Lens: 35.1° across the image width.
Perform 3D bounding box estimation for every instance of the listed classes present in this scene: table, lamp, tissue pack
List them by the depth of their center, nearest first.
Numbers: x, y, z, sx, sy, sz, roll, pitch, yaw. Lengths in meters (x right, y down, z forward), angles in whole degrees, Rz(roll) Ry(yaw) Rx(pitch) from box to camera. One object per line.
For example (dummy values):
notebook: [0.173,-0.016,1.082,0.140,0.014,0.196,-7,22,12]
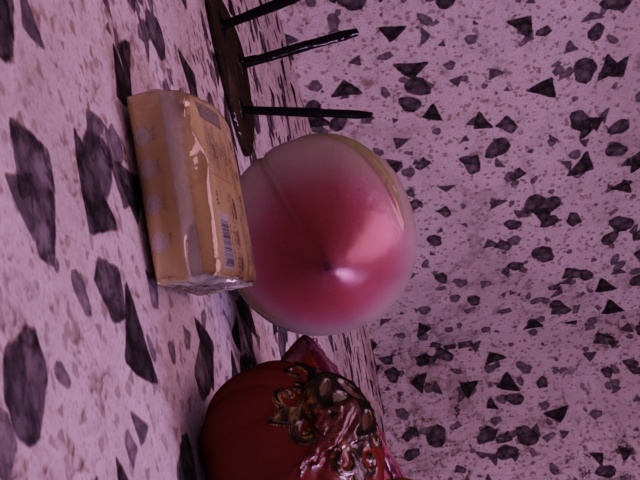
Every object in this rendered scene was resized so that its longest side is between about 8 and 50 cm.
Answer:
lamp: [-0.025,0.237,1.140,0.227,0.227,0.227,-11,90,-84]
tissue pack: [-0.146,-0.052,1.160,0.186,0.090,0.222,30,47,-80]
table: [-0.049,-0.355,1.915,0.317,0.249,0.317,-11,90,-84]

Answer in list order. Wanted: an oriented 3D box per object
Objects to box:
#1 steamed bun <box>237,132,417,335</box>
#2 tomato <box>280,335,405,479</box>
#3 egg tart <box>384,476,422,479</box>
steamed bun: [0.000,0.000,1.444,0.309,0.309,0.309,-11,90,-84]
tomato: [-0.001,0.302,1.526,0.290,0.176,0.335,59,1,13]
egg tart: [0.042,0.398,1.171,0.116,0.295,0.295,50,9,-4]
